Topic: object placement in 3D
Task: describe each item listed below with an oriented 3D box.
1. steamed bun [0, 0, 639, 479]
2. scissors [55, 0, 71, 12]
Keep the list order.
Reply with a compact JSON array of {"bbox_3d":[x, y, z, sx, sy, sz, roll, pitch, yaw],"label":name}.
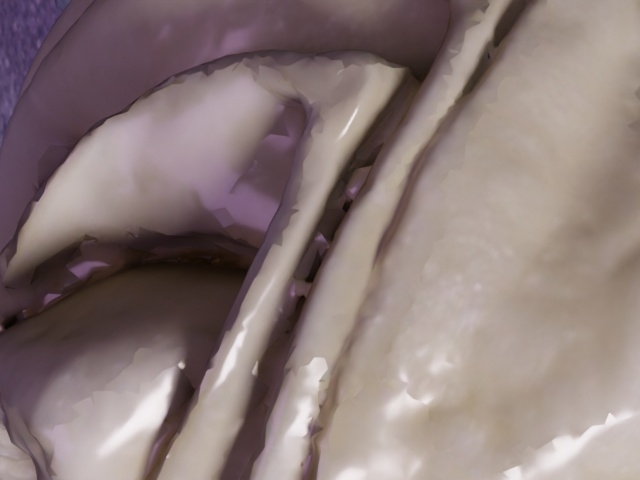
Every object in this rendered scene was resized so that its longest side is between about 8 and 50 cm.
[{"bbox_3d":[-0.002,0.002,0.509,0.276,0.203,0.289,-50,41,34],"label":"steamed bun"},{"bbox_3d":[-0.111,-0.232,0.623,0.256,0.029,0.383,0,129,19],"label":"scissors"}]
